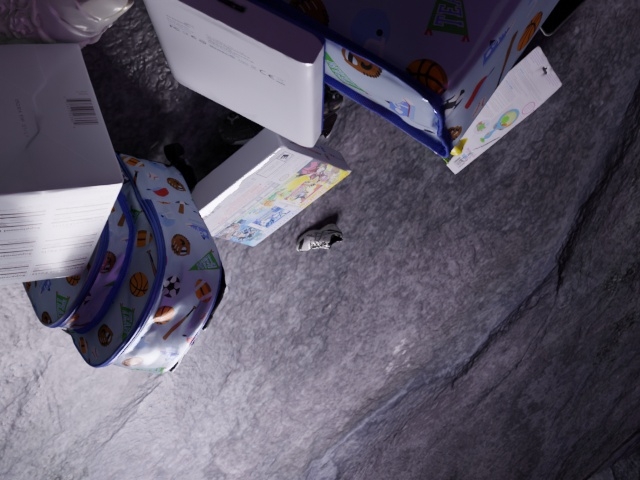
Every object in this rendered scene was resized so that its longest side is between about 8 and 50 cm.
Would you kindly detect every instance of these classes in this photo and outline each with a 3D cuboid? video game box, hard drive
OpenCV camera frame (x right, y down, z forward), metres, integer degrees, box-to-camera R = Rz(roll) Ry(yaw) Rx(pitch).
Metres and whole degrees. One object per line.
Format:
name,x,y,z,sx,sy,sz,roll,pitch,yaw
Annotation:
video game box,-0.084,-0.075,1.509,0.205,0.048,0.187,-36,153,22
hard drive,-0.094,-0.209,1.207,0.040,0.210,0.318,-62,176,-9

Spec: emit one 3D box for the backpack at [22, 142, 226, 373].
backpack,-0.251,0.036,1.355,0.213,0.263,0.276,4,123,-43

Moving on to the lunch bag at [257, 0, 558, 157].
lunch bag,0.067,-0.340,1.171,0.327,0.385,0.239,-53,165,-5

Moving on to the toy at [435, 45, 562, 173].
toy,0.283,-0.226,1.755,0.237,0.056,0.137,-43,146,7

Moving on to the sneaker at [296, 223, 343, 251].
sneaker,0.000,0.000,1.728,0.083,0.037,0.032,-26,140,-19

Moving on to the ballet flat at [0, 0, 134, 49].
ballet flat,-0.224,-0.332,1.146,0.409,0.147,0.147,-48,142,7

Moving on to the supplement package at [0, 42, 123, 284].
supplement package,-0.336,-0.081,1.168,0.149,0.194,0.203,-7,153,-30

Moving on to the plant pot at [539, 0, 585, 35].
plant pot,0.308,-0.443,1.479,0.188,0.167,0.187,-45,143,10

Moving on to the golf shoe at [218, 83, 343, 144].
golf shoe,-0.054,-0.157,1.503,0.198,0.077,0.093,-20,136,-26
